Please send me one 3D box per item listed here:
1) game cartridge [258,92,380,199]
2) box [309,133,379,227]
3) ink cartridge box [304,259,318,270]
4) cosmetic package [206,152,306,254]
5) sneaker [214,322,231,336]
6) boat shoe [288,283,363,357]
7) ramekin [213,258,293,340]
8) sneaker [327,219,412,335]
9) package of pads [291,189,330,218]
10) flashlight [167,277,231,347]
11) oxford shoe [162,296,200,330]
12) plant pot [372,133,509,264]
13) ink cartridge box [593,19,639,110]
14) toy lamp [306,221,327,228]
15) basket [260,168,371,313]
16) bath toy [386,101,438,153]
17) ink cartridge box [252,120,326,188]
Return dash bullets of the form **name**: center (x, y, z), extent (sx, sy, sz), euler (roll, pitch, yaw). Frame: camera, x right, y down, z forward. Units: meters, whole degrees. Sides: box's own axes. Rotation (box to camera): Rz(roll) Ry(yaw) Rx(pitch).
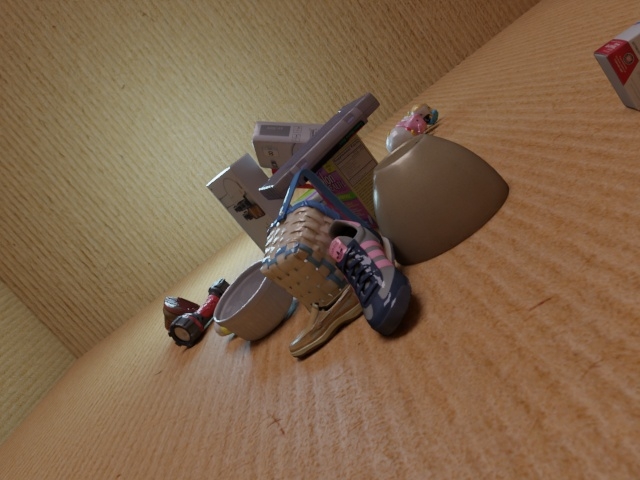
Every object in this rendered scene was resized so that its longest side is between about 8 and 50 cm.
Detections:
- **game cartridge**: center (-0.007, -0.242, 1.511), extent (0.355, 0.068, 0.230), euler (-45, 18, -9)
- **box**: center (0.091, -0.158, 1.626), extent (0.117, 0.243, 0.213), euler (-42, 13, -18)
- **ink cartridge box**: center (0.010, 0.064, 1.551), extent (0.225, 0.056, 0.181), euler (-11, 24, 27)
- **cosmetic package**: center (-0.216, -0.106, 2.010), extent (0.097, 0.377, 0.284), euler (-45, 13, -23)
- **sneaker**: center (-0.212, 0.195, 1.632), extent (0.094, 0.081, 0.208), euler (-15, 32, 46)
- **boat shoe**: center (0.004, 0.153, 1.124), extent (0.190, 0.072, 0.068), euler (-39, 12, -2)
- **ramekin**: center (-0.164, 0.159, 1.449), extent (0.207, 0.109, 0.207), euler (-39, 22, 19)
- **sneaker**: center (0.074, 0.058, 1.042), extent (0.112, 0.131, 0.319), euler (-57, 16, 16)
- **package of pads**: center (-0.036, -0.130, 2.251), extent (0.229, 0.101, 0.296), euler (-40, 11, -15)
- **flashlight**: center (-0.403, 0.238, 1.947), extent (0.103, 0.103, 0.304), euler (-32, 14, 35)
- **oxford shoe**: center (-0.517, 0.284, 2.072), extent (0.348, 0.123, 0.130), euler (107, -175, -83)
- **plant pot**: center (0.221, -0.112, 1.194), extent (0.284, 0.191, 0.284), euler (-36, 11, 8)
- **ink cartridge box**: center (0.619, -0.344, 1.029), extent (0.175, 0.127, 0.072), euler (-35, 13, 17)
- **toy lamp**: center (0.069, -0.113, 1.929), extent (0.275, 0.080, 0.080), euler (-41, 12, -10)
- **basket**: center (0.000, 0.000, 1.278), extent (0.201, 0.255, 0.289), euler (-29, 26, 46)
- **bath toy**: center (0.358, -0.430, 2.172), extent (0.348, 0.129, 0.151), euler (-51, -27, -53)
- **ink cartridge box**: center (-0.041, -0.245, 1.899), extent (0.385, 0.308, 0.091), euler (79, -164, -62)
